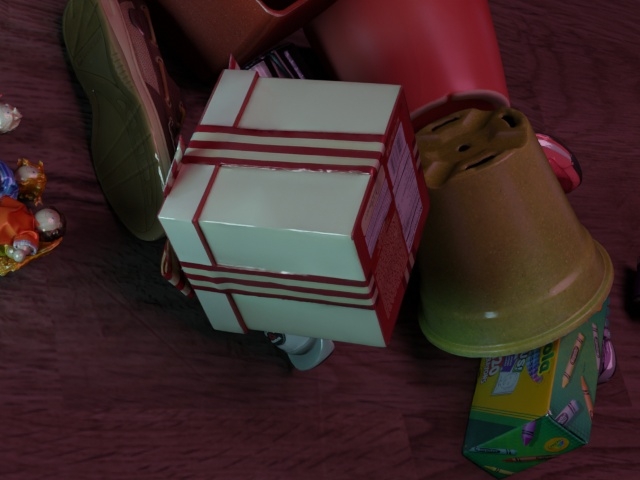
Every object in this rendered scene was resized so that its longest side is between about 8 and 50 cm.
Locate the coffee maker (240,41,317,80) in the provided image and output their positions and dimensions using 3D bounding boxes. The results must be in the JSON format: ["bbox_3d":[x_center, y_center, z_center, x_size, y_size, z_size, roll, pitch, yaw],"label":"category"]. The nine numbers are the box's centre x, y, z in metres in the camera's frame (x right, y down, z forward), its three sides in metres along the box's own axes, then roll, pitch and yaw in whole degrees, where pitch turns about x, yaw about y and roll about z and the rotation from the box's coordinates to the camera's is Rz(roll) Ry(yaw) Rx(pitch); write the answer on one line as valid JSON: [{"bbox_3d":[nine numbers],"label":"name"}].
[{"bbox_3d":[-0.038,-0.170,1.755,0.178,0.120,0.171,56,13,0],"label":"coffee maker"}]

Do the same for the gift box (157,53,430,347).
[{"bbox_3d":[-0.036,-0.056,1.461,0.276,0.258,0.255,73,30,-46],"label":"gift box"}]

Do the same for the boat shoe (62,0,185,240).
[{"bbox_3d":[-0.214,-0.161,1.578,0.123,0.123,0.342,-2,63,-44],"label":"boat shoe"}]

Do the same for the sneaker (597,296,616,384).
[{"bbox_3d":[0.391,0.110,1.971,0.098,0.083,0.223,9,60,-32],"label":"sneaker"}]

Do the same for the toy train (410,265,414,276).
[{"bbox_3d":[0.125,0.022,1.835,0.024,0.017,0.083,25,50,-15],"label":"toy train"}]

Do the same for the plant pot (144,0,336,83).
[{"bbox_3d":[-0.110,-0.366,1.674,0.267,0.236,0.267,47,52,4],"label":"plant pot"}]

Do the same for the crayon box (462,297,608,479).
[{"bbox_3d":[0.304,0.180,1.787,0.081,0.165,0.278,37,46,-19],"label":"crayon box"}]

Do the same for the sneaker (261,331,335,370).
[{"bbox_3d":[0.000,0.000,1.661,0.146,0.122,0.330,42,44,-16],"label":"sneaker"}]

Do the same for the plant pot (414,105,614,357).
[{"bbox_3d":[0.224,-0.028,1.700,0.276,0.276,0.253,-58,135,-45],"label":"plant pot"}]

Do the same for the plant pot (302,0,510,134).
[{"bbox_3d":[0.135,-0.251,1.815,0.275,0.275,0.243,3,58,-40],"label":"plant pot"}]

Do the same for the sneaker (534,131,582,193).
[{"bbox_3d":[0.269,-0.106,1.994,0.314,0.116,0.136,18,64,-25],"label":"sneaker"}]

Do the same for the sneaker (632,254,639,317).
[{"bbox_3d":[0.632,0.138,2.171,0.283,0.107,0.124,30,63,-20],"label":"sneaker"}]

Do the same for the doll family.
[{"bbox_3d":[-0.368,-0.050,1.396,0.163,0.118,0.263,-1,48,-35],"label":"doll family"}]
